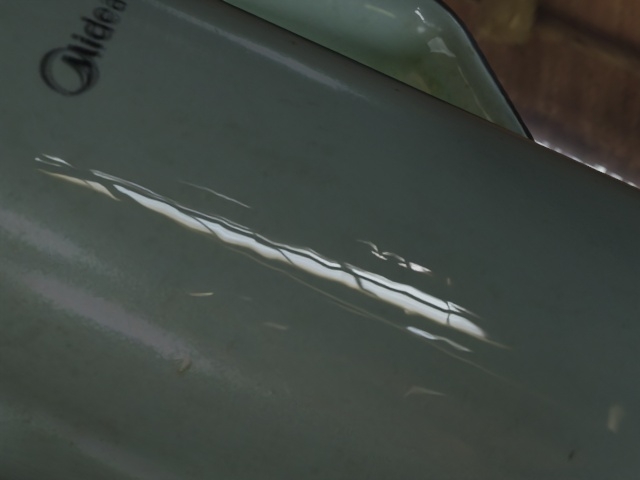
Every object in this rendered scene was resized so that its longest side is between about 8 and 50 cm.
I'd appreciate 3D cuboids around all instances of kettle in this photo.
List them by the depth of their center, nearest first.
[{"bbox_3d":[0.000,0.000,0.693,0.376,0.361,0.250,25,-40,-10],"label":"kettle"}]
